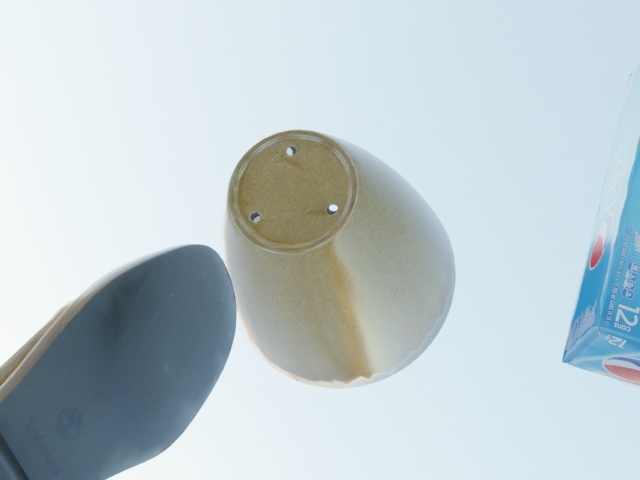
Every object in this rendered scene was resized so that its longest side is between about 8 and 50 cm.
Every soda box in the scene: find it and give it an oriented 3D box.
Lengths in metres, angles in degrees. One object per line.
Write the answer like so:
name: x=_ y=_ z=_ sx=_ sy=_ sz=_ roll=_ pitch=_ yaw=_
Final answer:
soda box: x=0.206 y=-0.019 z=0.761 sx=0.071 sy=0.210 sz=0.067 roll=19 pitch=-24 yaw=0

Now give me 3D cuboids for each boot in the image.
boot: x=-0.161 y=0.092 z=0.721 sx=0.115 sy=0.305 sz=0.112 roll=-1 pitch=-62 yaw=37

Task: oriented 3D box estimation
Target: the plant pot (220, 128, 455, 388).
plant pot: x=0.000 y=0.000 z=1.234 sx=0.237 sy=0.237 sz=0.254 roll=53 pitch=-2 yaw=21
